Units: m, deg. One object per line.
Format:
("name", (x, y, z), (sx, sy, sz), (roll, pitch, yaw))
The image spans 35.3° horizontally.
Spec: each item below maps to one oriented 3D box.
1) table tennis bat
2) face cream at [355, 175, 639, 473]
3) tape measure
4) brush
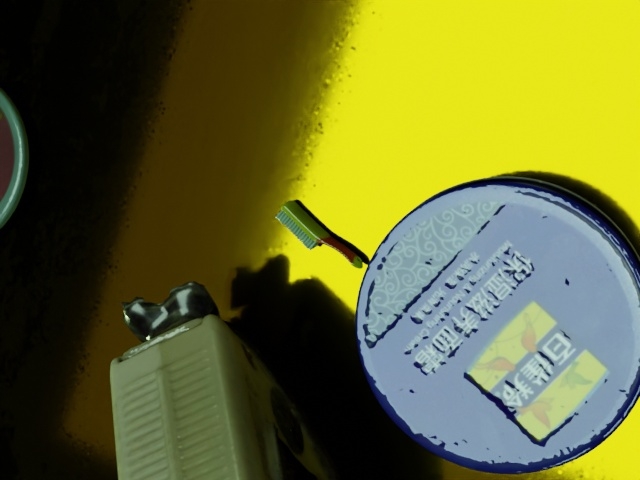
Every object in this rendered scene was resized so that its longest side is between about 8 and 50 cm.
("table tennis bat", (-0.345, -0.034, 0.930), (0.153, 0.040, 0.244), (20, 99, 20))
("face cream", (0.136, 0.055, 0.731), (0.206, 0.111, 0.205), (2, 97, 18))
("tape measure", (-0.049, 0.193, 0.767), (0.133, 0.231, 0.271), (-27, 49, 9))
("brush", (0.000, 0.000, 0.821), (0.083, 0.019, 0.021), (39, 116, 12))
